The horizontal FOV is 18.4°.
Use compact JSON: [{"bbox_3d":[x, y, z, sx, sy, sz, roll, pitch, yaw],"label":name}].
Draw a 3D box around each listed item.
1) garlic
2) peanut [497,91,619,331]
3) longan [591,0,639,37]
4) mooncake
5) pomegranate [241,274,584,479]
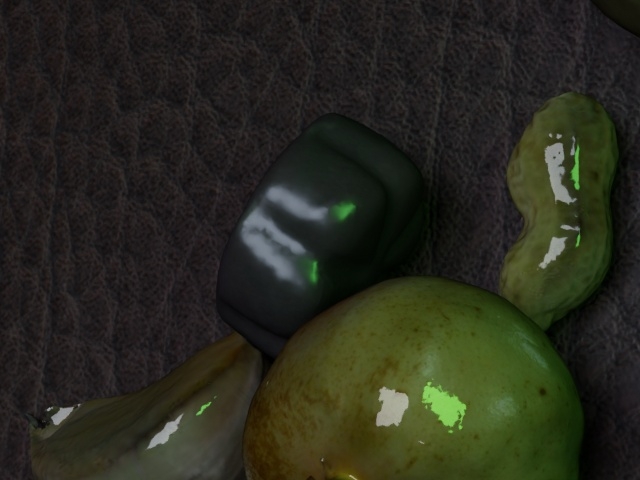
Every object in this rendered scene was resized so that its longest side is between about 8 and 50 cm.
[{"bbox_3d":[-0.184,0.212,2.014,0.338,0.151,0.196,-25,40,30],"label":"garlic"},{"bbox_3d":[0.223,-0.026,1.842,0.103,0.098,0.229,159,120,-69],"label":"peanut"},{"bbox_3d":[0.354,-0.312,1.750,0.300,0.243,0.300,8,103,38],"label":"longan"},{"bbox_3d":[0.000,0.000,1.886,0.133,0.245,0.245,32,95,19],"label":"mooncake"},{"bbox_3d":[0.075,0.181,1.746,0.319,0.319,0.319,-7,75,28],"label":"pomegranate"}]
